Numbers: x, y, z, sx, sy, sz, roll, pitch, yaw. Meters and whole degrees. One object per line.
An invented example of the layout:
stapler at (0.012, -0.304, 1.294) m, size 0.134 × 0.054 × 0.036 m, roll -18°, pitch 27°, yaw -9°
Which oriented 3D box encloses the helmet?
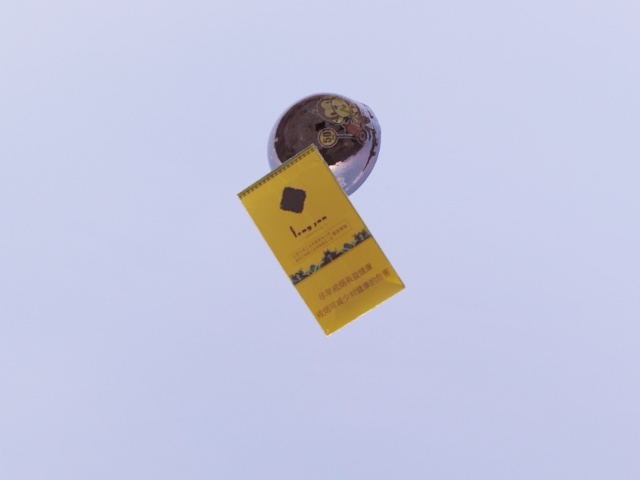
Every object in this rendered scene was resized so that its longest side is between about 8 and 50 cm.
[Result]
helmet at (-0.022, -0.196, 1.343) m, size 0.279 × 0.160 × 0.230 m, roll -23°, pitch -117°, yaw 29°

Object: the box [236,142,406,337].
box at (0.001, 0.001, 1.056) m, size 0.153 × 0.041 × 0.279 m, roll -33°, pitch -94°, yaw 7°
